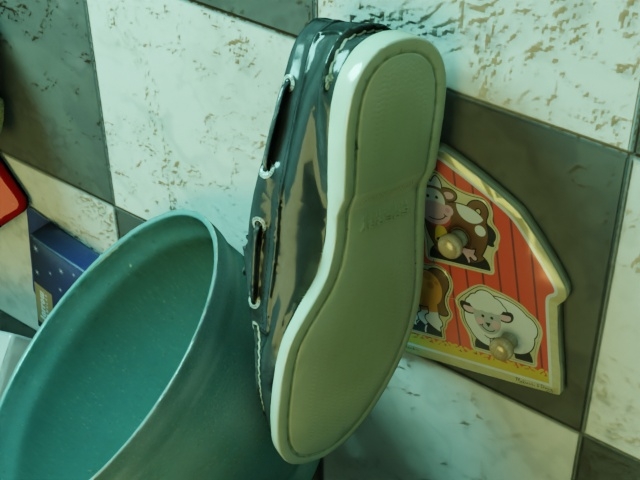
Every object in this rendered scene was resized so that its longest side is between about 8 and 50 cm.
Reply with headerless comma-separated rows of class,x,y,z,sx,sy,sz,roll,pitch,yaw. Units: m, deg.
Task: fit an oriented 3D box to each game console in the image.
game console,-0.380,-0.076,1.261,0.124,0.085,0.144,-31,97,19

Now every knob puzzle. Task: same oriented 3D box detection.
knob puzzle,0.093,0.020,0.866,0.213,0.030,0.213,25,134,29

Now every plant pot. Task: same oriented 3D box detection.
plant pot,-0.120,0.149,1.004,0.196,0.293,0.293,39,148,-28

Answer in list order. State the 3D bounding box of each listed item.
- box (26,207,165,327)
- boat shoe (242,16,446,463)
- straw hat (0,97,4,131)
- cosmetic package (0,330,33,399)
box,-0.236,0.070,1.218,0.225,0.036,0.136,31,137,25
boat shoe,-0.003,0.000,0.844,0.113,0.127,0.340,35,131,40
straw hat,-0.346,-0.122,1.150,0.061,0.144,0.144,22,153,-32
cosmetic package,-0.385,0.211,1.302,0.224,0.138,0.224,6,78,41
